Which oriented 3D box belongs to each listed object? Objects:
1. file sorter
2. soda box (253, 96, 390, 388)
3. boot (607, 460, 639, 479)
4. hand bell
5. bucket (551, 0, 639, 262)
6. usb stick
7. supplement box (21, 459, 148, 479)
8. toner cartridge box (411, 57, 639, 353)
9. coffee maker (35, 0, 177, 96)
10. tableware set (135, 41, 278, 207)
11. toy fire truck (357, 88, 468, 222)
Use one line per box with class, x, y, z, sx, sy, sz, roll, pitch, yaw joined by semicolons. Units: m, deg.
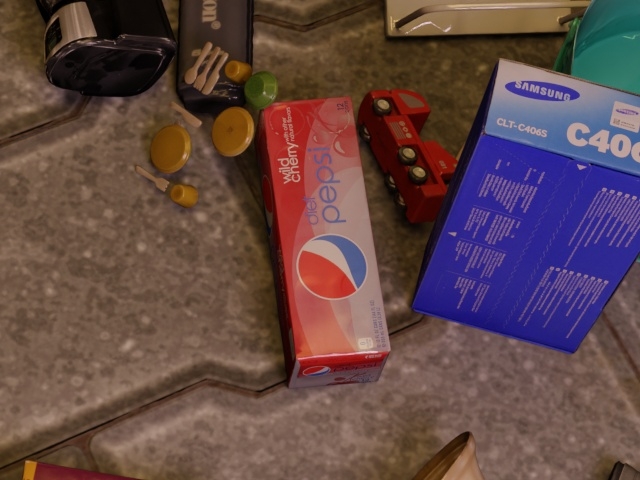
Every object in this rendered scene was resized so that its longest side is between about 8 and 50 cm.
file sorter;0.167;-0.348;1.614;0.192;0.173;0.278;-2;91;-8
soda box;0.000;0.000;1.539;0.092;0.083;0.263;-5;67;-9
boot;0.335;0.226;1.481;0.161;0.083;0.247;19;63;8
hand bell;0.175;0.293;1.432;0.242;0.126;0.126;43;68;-1
bucket;0.340;-0.114;1.545;0.281;0.183;0.281;1;77;-6
usb stick;-0.104;-0.256;1.664;0.077;0.045;0.278;2;66;-4
supplement box;-0.167;0.260;1.402;0.188;0.081;0.104;9;65;-3
toner cartridge box;0.189;-0.017;1.423;0.165;0.348;0.075;14;64;0
coffee maker;-0.199;-0.241;1.605;0.171;0.120;0.178;-12;68;-13
tableware set;-0.104;-0.104;1.567;0.104;0.024;0.154;34;98;32
toy fire truck;0.129;-0.070;1.597;0.135;0.047;0.192;-7;55;-28
